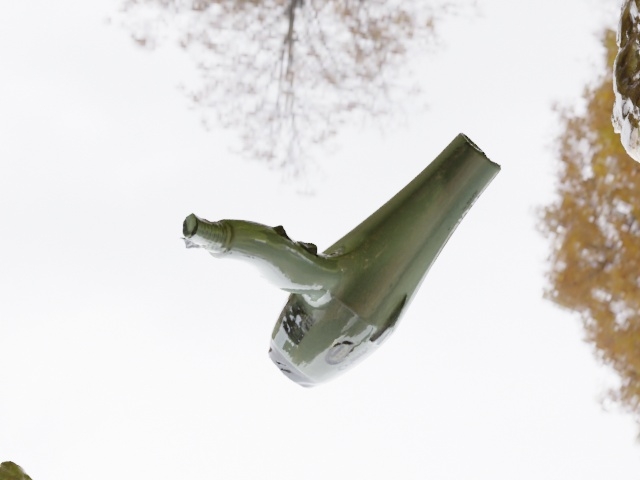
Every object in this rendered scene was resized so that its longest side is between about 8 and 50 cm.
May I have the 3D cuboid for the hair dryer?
[{"bbox_3d":[0.028,-0.012,0.930,0.219,0.225,0.088,-38,-128,-6],"label":"hair dryer"}]

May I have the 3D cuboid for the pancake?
[{"bbox_3d":[0.289,-0.190,1.022,0.057,0.245,0.266,18,-158,-7],"label":"pancake"}]

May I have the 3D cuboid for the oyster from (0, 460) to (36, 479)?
[{"bbox_3d":[-0.233,0.350,1.110,0.275,0.100,0.271,27,-109,-16],"label":"oyster"}]
